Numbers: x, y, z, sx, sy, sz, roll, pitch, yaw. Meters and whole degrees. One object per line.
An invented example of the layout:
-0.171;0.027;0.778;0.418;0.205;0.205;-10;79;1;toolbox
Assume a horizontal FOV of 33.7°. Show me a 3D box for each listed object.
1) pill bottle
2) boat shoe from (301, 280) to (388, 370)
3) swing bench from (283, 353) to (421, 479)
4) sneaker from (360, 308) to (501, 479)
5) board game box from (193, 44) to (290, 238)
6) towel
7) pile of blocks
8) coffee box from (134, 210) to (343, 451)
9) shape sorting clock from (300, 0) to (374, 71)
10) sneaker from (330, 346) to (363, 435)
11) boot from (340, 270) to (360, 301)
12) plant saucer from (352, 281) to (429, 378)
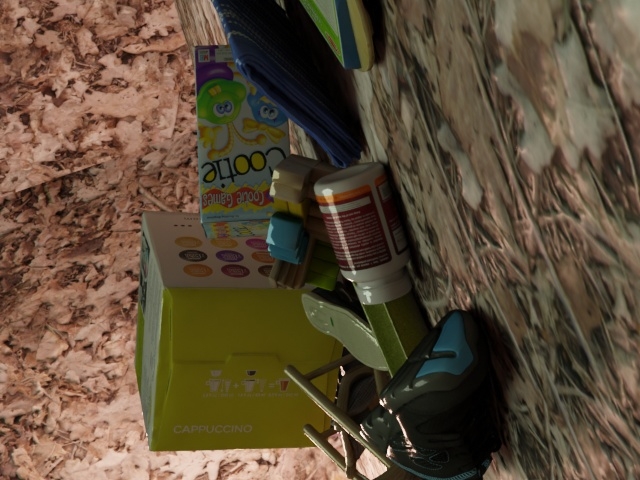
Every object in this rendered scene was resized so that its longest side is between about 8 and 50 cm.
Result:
0.053;-0.007;1.217;0.086;0.086;0.152;-136;27;-75;pill bottle
0.060;0.124;1.625;0.233;0.079;0.084;33;137;53;boat shoe
0.078;0.325;1.703;0.254;0.165;0.253;60;168;32;swing bench
0.138;0.175;1.093;0.139;0.125;0.341;40;163;12;sneaker
-0.119;-0.152;1.646;0.144;0.142;0.275;106;160;-80;board game box
-0.074;-0.251;1.311;0.243;0.040;0.336;37;-160;-46;towel
0.000;0.000;1.496;0.362;0.113;0.149;75;-147;-71;pile of blocks
-0.161;0.166;1.980;0.334;0.338;0.338;-121;36;-62;coffee box
0.007;-0.262;1.037;0.206;0.040;0.206;157;90;-81;shape sorting clock
0.041;0.307;2.053;0.319;0.131;0.112;81;168;-57;sneaker
0.038;0.043;1.728;0.114;0.037;0.106;72;173;-57;boot
0.093;0.091;1.363;0.188;0.045;0.188;91;158;-71;plant saucer
